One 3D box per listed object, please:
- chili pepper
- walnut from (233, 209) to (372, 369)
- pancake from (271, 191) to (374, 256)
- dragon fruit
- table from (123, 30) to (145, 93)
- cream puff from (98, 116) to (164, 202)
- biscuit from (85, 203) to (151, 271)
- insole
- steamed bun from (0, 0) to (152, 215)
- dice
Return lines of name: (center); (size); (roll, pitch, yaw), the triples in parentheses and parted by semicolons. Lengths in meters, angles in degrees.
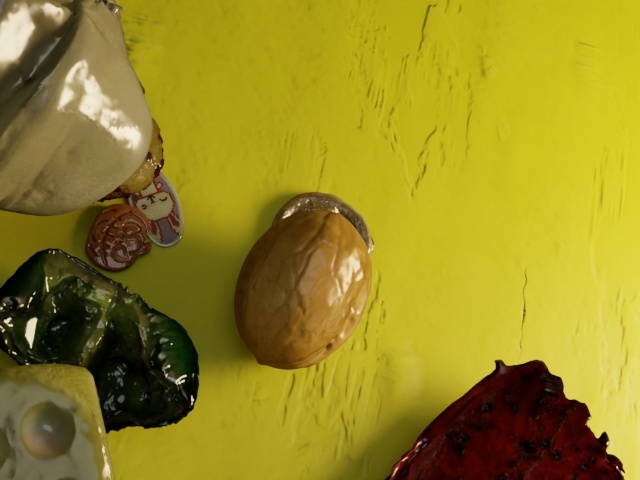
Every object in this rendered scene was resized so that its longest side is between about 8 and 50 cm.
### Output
chili pepper: (-0.260, 0.126, 1.448); (0.265, 0.116, 0.148); (31, 52, -2)
walnut: (-0.022, 0.060, 1.498); (0.159, 0.159, 0.206); (28, 85, -3)
pancake: (0.000, 0.000, 1.610); (0.140, 0.022, 0.139); (5, 67, -12)
dragon fruit: (0.199, 0.343, 1.490); (0.329, 0.228, 0.286); (-24, 42, -3)
table: (-0.329, -0.242, 1.601); (0.146, 0.062, 0.175); (-25, 74, -23)
cream puff: (-0.267, -0.110, 1.546); (0.149, 0.084, 0.149); (2, 76, -6)
biscuit: (-0.249, -0.003, 1.544); (0.078, 0.015, 0.091); (19, 67, -4)
insole: (-0.227, -0.079, 1.591); (0.065, 0.004, 0.197); (-19, 75, -21)
steamed bun: (-0.398, -0.207, 1.410); (0.343, 0.255, 0.367); (-21, 71, 11)
dice: (-0.330, 0.263, 1.278); (0.238, 0.233, 0.226); (-13, 75, -13)
